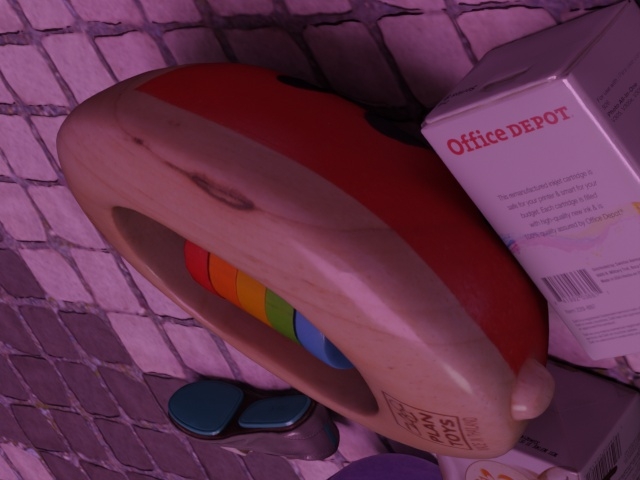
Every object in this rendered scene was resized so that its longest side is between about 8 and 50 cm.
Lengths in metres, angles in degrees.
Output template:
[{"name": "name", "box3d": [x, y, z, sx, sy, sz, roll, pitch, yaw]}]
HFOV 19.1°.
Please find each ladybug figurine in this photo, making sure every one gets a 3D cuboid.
[{"name": "ladybug figurine", "box3d": [0.000, 0.000, 1.407, 0.449, 0.162, 0.305, 31, 162, 29]}]

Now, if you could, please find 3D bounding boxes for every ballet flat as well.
[{"name": "ballet flat", "box3d": [-0.066, 0.181, 1.825, 0.213, 0.072, 0.068, 1, 134, 48]}]

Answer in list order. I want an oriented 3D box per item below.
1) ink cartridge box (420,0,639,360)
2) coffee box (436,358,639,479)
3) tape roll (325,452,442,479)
[{"name": "ink cartridge box", "box3d": [0.190, -0.035, 1.249, 0.212, 0.093, 0.154, 50, 148, -15]}, {"name": "coffee box", "box3d": [0.186, 0.213, 1.548, 0.141, 0.098, 0.246, 20, 142, 32]}, {"name": "tape roll", "box3d": [0.059, 0.291, 1.701, 0.189, 0.189, 0.080, 43, 149, -1]}]
